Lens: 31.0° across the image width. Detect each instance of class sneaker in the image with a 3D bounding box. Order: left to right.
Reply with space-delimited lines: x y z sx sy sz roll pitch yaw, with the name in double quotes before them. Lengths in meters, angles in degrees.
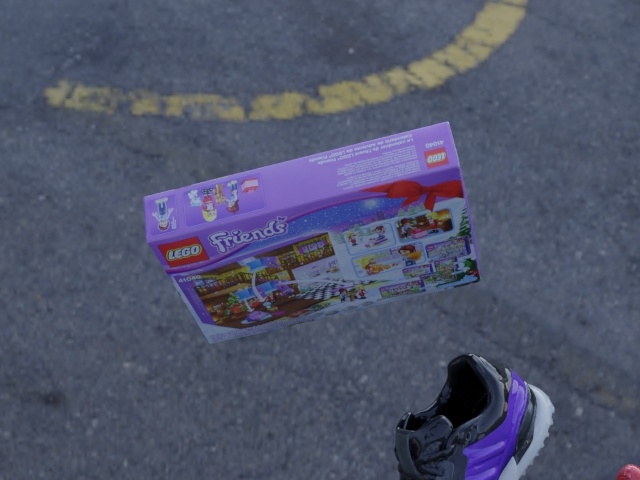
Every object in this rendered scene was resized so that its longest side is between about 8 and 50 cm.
"sneaker" 0.111 0.238 1.112 0.102 0.146 0.293 0 56 47

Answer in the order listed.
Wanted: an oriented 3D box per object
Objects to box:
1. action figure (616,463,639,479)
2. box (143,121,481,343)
"action figure" 0.292 0.367 1.186 0.091 0.280 0.139 2 25 -40
"box" 0.000 0.000 1.118 0.293 0.201 0.057 -13 55 5
